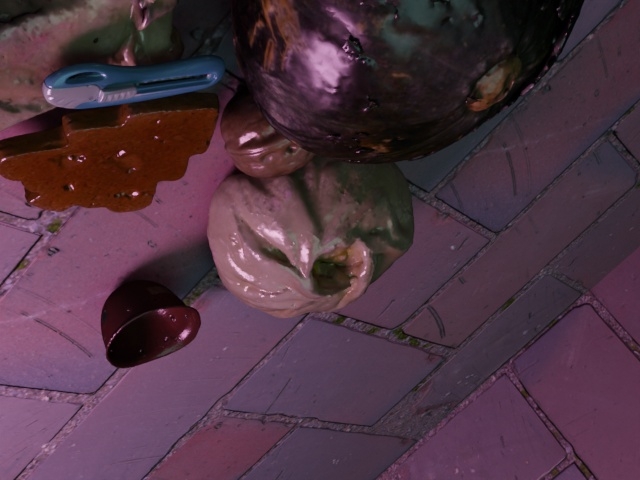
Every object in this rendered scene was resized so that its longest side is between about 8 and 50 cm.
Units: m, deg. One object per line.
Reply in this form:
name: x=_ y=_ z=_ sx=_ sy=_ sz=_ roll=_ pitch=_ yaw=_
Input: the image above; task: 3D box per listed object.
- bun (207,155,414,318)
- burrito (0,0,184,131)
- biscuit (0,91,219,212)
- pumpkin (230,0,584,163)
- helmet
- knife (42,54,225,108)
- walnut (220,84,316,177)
bun: x=0.000 y=0.000 z=1.355 sx=0.365 sy=0.219 sz=0.365 roll=-21 pitch=150 yaw=-13
burrito: x=-0.308 y=-0.220 z=0.921 sx=0.347 sy=0.107 sz=0.175 roll=-24 pitch=137 yaw=-14
biscuit: x=-0.253 y=-0.118 z=1.081 sx=0.301 sy=0.043 sz=0.278 roll=-24 pitch=160 yaw=16
pumpkin: x=0.106 y=-0.289 z=0.973 sx=0.454 sy=0.344 sz=0.454 roll=-24 pitch=148 yaw=-16
helmet: x=-0.287 y=0.122 z=1.360 sx=0.175 sy=0.106 sz=0.155 roll=5 pitch=132 yaw=-47
knife: x=-0.207 y=-0.182 z=0.950 sx=0.221 sy=0.031 sz=0.064 roll=-15 pitch=149 yaw=-33
walnut: x=-0.062 y=-0.163 z=1.178 sx=0.162 sy=0.140 sz=0.140 roll=-23 pitch=148 yaw=9
